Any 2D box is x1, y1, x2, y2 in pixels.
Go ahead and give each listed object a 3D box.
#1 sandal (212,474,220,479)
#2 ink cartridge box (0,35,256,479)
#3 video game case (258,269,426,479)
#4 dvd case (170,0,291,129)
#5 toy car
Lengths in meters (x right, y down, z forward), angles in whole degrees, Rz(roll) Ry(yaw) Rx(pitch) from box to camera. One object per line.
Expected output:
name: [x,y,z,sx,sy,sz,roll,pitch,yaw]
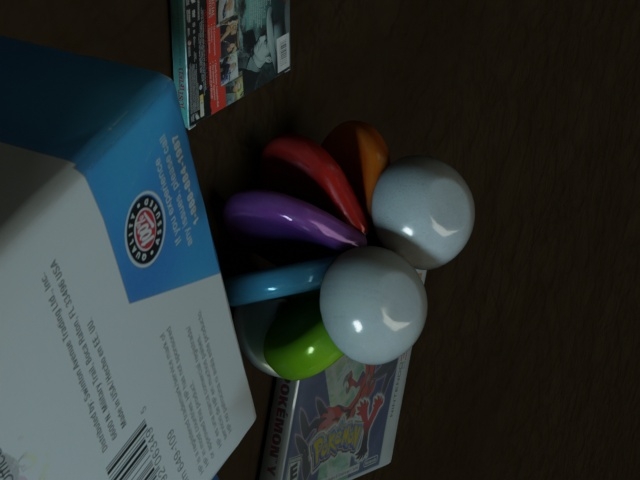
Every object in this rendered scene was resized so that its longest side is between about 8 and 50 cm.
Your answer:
sandal: [-0.159,0.180,0.762,0.317,0.138,0.126,-47,140,-40]
ink cartridge box: [-0.188,0.071,0.586,0.270,0.197,0.198,-52,145,-38]
video game case: [0.021,0.107,1.191,0.201,0.023,0.183,-7,109,-61]
dvd case: [-0.054,-0.130,0.943,0.119,0.013,0.087,-37,134,-49]
toy car: [0.000,0.000,0.996,0.136,0.159,0.182,41,62,-22]
